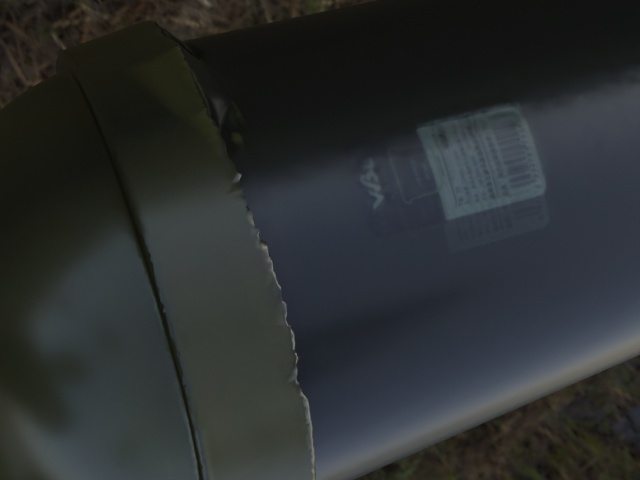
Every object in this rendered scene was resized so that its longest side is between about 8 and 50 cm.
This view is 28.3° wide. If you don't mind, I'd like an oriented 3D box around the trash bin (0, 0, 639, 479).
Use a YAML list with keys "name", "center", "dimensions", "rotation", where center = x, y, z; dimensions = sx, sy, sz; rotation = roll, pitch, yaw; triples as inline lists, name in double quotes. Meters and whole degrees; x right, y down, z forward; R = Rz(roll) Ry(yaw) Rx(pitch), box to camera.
- name: "trash bin"
  center: [0.000, 0.000, 0.531]
  dimensions: [0.334, 0.214, 0.214]
  rotation: [-20, 135, -16]
